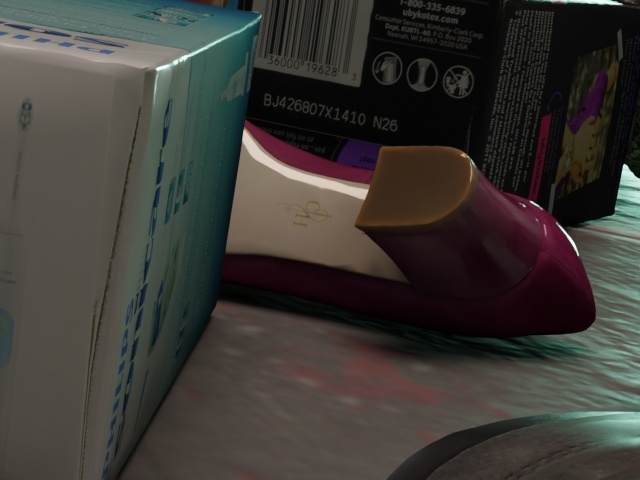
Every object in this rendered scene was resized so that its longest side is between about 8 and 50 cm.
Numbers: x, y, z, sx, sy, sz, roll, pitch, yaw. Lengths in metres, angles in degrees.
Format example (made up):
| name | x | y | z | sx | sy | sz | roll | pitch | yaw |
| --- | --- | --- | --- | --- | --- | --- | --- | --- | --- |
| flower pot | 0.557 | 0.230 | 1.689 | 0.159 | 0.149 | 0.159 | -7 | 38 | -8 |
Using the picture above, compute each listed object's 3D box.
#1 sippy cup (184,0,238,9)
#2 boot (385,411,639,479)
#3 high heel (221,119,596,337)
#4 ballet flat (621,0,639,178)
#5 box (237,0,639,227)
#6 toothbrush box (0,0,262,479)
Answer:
| name | x | y | z | sx | sy | sz | roll | pitch | yaw |
| --- | --- | --- | --- | --- | --- | --- | --- | --- | --- |
| sippy cup | -0.087 | -0.180 | 1.280 | 0.305 | 0.224 | 0.240 | 14 | 12 | 29 |
| boot | 0.189 | 0.079 | 0.335 | 0.338 | 0.118 | 0.222 | 10 | 4 | -14 |
| high heel | 0.000 | 0.000 | 0.817 | 0.244 | 0.082 | 0.117 | -2 | -31 | 38 |
| ballet flat | 0.192 | -0.116 | 1.364 | 0.182 | 0.164 | 0.483 | -8 | 2 | -8 |
| box | 0.075 | -0.088 | 1.112 | 0.165 | 0.143 | 0.270 | 14 | 11 | 24 |
| toothbrush box | -0.143 | -0.024 | 0.597 | 0.216 | 0.126 | 0.295 | 9 | 9 | 1 |
